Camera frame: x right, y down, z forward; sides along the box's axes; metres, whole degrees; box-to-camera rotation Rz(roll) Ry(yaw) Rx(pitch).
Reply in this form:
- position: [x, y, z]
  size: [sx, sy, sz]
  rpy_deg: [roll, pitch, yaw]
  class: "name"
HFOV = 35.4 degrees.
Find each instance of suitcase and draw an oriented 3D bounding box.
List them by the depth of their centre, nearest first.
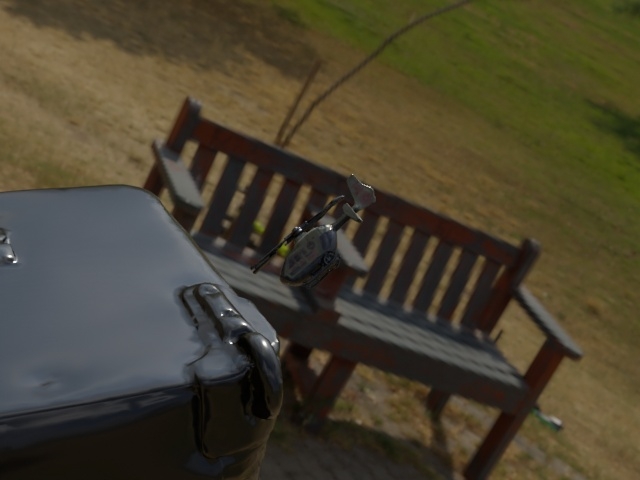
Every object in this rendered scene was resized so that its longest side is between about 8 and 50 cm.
- position: [-0.225, 0.088, 0.634]
  size: [0.345, 0.188, 0.339]
  rpy_deg: [-9, 31, -24]
  class: "suitcase"

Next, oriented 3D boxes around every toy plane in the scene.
- position: [0.000, 0.000, 0.830]
  size: [0.049, 0.120, 0.031]
  rpy_deg: [49, 1, 12]
  class: "toy plane"
